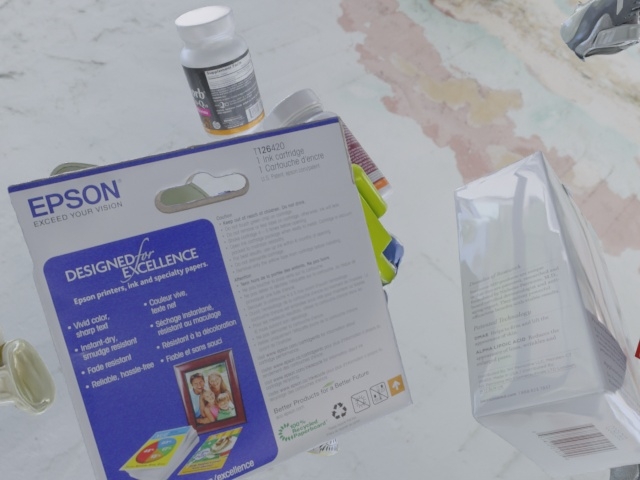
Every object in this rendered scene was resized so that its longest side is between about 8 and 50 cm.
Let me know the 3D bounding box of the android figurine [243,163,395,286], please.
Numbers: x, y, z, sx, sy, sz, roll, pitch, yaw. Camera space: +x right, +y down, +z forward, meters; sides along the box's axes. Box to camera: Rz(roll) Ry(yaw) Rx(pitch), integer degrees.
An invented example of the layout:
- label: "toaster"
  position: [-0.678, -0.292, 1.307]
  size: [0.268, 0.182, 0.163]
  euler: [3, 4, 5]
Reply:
- label: "android figurine"
  position: [0.000, 0.000, 0.715]
  size: [0.273, 0.056, 0.248]
  euler: [48, -111, -30]

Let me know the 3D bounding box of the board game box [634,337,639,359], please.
- label: "board game box"
  position: [0.437, 0.096, 0.554]
  size: [0.045, 0.193, 0.147]
  euler: [12, -84, 1]

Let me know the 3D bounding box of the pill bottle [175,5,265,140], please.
- label: "pill bottle"
  position: [-0.238, -0.394, 1.216]
  size: [0.162, 0.278, 0.162]
  euler: [-7, -140, 6]

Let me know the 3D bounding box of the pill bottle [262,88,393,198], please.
- label: "pill bottle"
  position: [0.015, -0.234, 1.506]
  size: [0.224, 0.224, 0.392]
  euler: [-33, -95, -33]

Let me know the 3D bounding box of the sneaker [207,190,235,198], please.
- label: "sneaker"
  position: [-0.153, 0.031, 0.687]
  size: [0.083, 0.087, 0.221]
  euler: [37, -110, -37]

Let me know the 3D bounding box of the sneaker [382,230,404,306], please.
- label: "sneaker"
  position: [0.054, 0.142, 0.960]
  size: [0.127, 0.315, 0.182]
  euler: [19, -135, 1]

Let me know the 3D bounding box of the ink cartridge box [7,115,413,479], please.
- label: "ink cartridge box"
  position: [-0.084, 0.065, 0.490]
  size: [0.303, 0.072, 0.307]
  euler: [-16, -88, -20]

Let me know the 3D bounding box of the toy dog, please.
- label: "toy dog"
  position: [-0.821, 0.302, 1.004]
  size: [0.395, 0.408, 0.284]
  euler: [59, -163, 8]

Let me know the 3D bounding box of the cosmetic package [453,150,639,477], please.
- label: "cosmetic package"
  position: [0.312, 0.088, 0.710]
  size: [0.217, 0.156, 0.385]
  euler: [41, -142, -30]

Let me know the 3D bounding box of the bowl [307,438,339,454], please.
- label: "bowl"
  position: [-0.024, 0.416, 1.178]
  size: [0.170, 0.170, 0.080]
  euler: [17, -89, -8]

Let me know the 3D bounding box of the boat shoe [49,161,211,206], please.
- label: "boat shoe"
  position: [-0.403, -0.086, 1.115]
  size: [0.340, 0.113, 0.127]
  euler: [6, -99, -26]

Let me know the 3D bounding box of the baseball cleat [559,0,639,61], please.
- label: "baseball cleat"
  position: [0.462, -0.352, 0.745]
  size: [0.072, 0.206, 0.109]
  euler: [-7, -117, -44]

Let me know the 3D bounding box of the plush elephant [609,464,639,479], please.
- label: "plush elephant"
  position: [0.592, 0.410, 1.127]
  size: [0.255, 0.330, 0.272]
  euler: [8, -170, 29]
